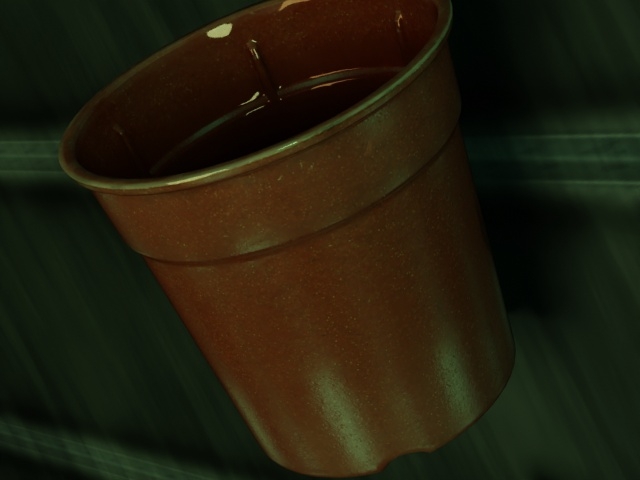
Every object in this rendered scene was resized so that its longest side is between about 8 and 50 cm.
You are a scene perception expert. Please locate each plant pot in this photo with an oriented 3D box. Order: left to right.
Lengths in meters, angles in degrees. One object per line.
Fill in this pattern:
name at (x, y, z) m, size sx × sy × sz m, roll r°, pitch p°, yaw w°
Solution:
plant pot at (0.000, 0.000, 0.996) m, size 0.272 × 0.272 × 0.265 m, roll 8°, pitch 130°, yaw 46°
